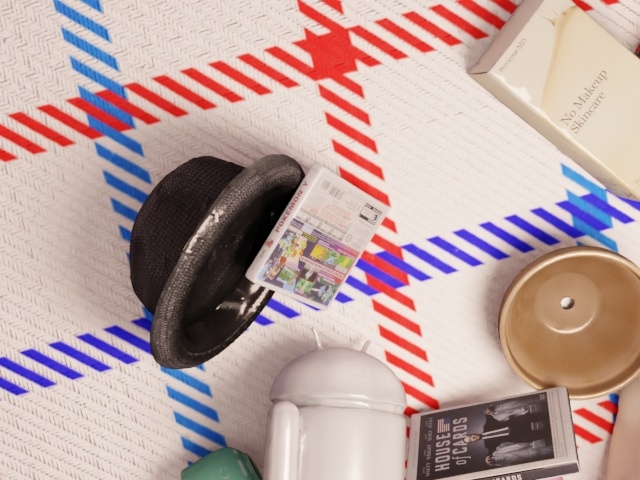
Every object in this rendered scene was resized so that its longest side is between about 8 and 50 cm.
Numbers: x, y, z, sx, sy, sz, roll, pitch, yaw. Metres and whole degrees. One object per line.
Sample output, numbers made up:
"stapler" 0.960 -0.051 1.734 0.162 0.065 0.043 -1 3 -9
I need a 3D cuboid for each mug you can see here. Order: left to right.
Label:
"mug" -0.127 0.379 1.508 0.097 0.129 0.158 -31 131 -4

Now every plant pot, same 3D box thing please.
"plant pot" 0.379 0.110 1.531 0.237 0.110 0.237 0 108 0

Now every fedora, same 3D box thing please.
"fedora" -0.161 0.007 1.410 0.152 0.334 0.334 33 93 22

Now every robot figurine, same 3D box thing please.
"robot figurine" 0.020 0.305 1.449 0.199 0.300 0.353 -5 72 30

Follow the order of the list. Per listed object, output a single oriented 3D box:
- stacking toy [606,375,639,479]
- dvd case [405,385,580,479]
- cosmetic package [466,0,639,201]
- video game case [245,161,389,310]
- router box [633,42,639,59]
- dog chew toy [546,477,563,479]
"stacking toy" 0.684 0.343 1.464 0.480 0.350 0.351 15 96 1
"dvd case" 0.241 0.287 1.455 0.238 0.179 0.030 -13 113 14
"cosmetic package" 0.390 -0.211 1.495 0.309 0.113 0.160 36 93 -12
"video game case" 0.000 0.000 1.451 0.183 0.023 0.201 -58 146 3
"router box" 0.683 -0.317 1.534 0.335 0.082 0.301 27 94 -11
"dog chew toy" 0.283 0.446 1.541 0.206 0.206 0.332 -21 108 -4
